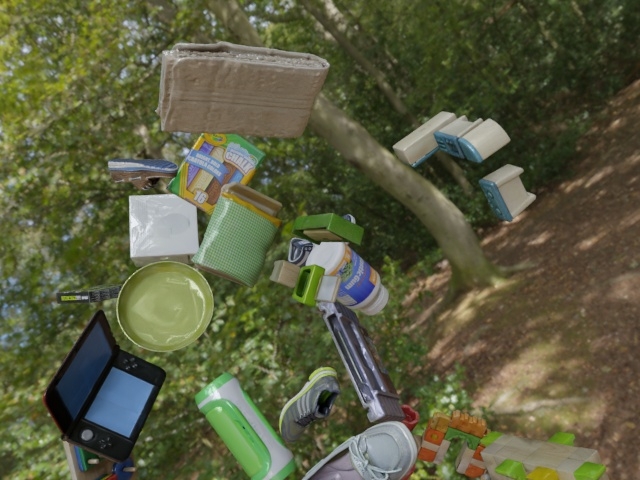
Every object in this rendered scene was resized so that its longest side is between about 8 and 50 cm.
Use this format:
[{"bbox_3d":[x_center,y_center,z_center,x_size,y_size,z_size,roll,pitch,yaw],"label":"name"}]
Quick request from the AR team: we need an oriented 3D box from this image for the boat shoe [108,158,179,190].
[{"bbox_3d":[-0.409,-0.153,1.346,0.066,0.183,0.066,-38,-49,-59],"label":"boat shoe"}]

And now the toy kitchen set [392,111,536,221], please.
[{"bbox_3d":[0.254,-0.123,1.039,0.122,0.166,0.207,-35,23,-3],"label":"toy kitchen set"}]

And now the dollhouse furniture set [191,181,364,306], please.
[{"bbox_3d":[-0.085,0.013,1.230,0.151,0.302,0.197,1,70,54],"label":"dollhouse furniture set"}]

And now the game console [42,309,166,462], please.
[{"bbox_3d":[-0.265,0.183,0.731,0.085,0.124,0.144,-53,14,40],"label":"game console"}]

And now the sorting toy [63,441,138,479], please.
[{"bbox_3d":[-0.371,0.374,1.010,0.046,0.274,0.132,-12,1,24],"label":"sorting toy"}]

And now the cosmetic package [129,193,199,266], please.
[{"bbox_3d":[-0.540,-0.035,2.005,0.225,0.223,0.138,-3,-17,-12],"label":"cosmetic package"}]

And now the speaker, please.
[{"bbox_3d":[-0.192,0.487,1.477,0.131,0.296,0.131,-38,-8,-6],"label":"speaker"}]

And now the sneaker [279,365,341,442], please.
[{"bbox_3d":[-0.036,0.566,1.936,0.299,0.111,0.121,-58,26,11],"label":"sneaker"}]

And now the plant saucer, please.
[{"bbox_3d":[-0.398,0.171,1.487,0.241,0.241,0.037,-39,-11,-23],"label":"plant saucer"}]

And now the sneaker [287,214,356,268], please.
[{"bbox_3d":[0.000,0.000,2.031,0.282,0.153,0.099,-54,37,-4],"label":"sneaker"}]

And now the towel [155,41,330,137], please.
[{"bbox_3d":[-0.142,-0.259,1.022,0.283,0.049,0.187,0,-32,-21],"label":"towel"}]

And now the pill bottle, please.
[{"bbox_3d":[0.093,0.122,1.819,0.152,0.272,0.152,-32,35,26],"label":"pill bottle"}]

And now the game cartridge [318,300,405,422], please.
[{"bbox_3d":[0.121,0.339,1.623,0.068,0.354,0.230,-33,-27,14],"label":"game cartridge"}]

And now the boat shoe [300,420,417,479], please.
[{"bbox_3d":[0.066,0.470,1.179,0.103,0.118,0.320,-5,-27,-50],"label":"boat shoe"}]

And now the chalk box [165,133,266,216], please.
[{"bbox_3d":[-0.271,-0.220,1.604,0.288,0.179,0.180,-56,12,1],"label":"chalk box"}]

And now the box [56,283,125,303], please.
[{"bbox_3d":[-0.733,0.174,1.900,0.184,0.045,0.191,-3,3,34],"label":"box"}]

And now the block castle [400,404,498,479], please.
[{"bbox_3d":[0.409,0.666,1.689,0.303,0.454,0.212,-60,-13,-66],"label":"block castle"}]

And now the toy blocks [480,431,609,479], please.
[{"bbox_3d":[0.566,0.628,1.395,0.191,0.260,0.381,-24,2,-29],"label":"toy blocks"}]
